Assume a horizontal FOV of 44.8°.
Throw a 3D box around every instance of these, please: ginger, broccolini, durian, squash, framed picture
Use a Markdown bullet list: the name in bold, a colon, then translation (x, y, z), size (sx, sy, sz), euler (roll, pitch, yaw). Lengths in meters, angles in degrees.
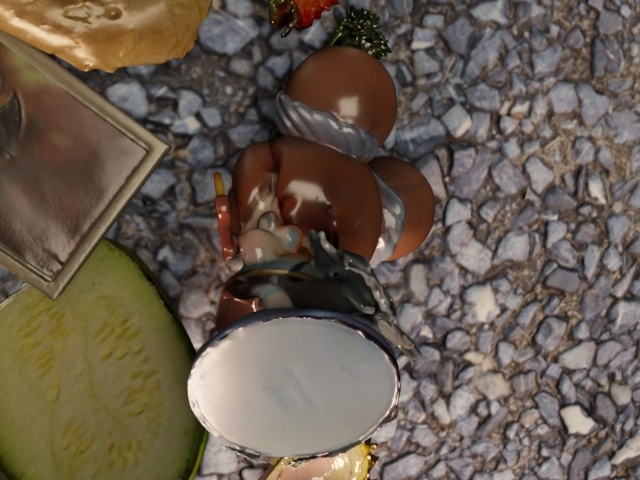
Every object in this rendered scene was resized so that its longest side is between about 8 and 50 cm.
- **ginger**: translation (-0.322, -0.280, 0.749), size (0.348, 0.122, 0.363), euler (-39, 118, -21)
- **broccolini**: translation (0.008, -0.184, 0.924), size (0.074, 0.058, 0.201), euler (36, 89, -15)
- **durian**: translation (-0.030, 0.301, 1.018), size (0.224, 0.078, 0.140), euler (-32, 122, 3)
- **squash**: translation (-0.233, 0.155, 0.789), size (0.234, 0.309, 0.210), euler (-38, 110, -6)
- **framed picture**: translation (-0.338, -0.103, 0.819), size (0.289, 0.020, 0.211), euler (37, 90, -9)

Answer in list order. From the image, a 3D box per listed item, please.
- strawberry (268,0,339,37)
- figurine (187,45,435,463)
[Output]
- **strawberry**: translation (0.007, -0.333, 0.881), size (0.208, 0.087, 0.167), euler (-31, 148, -36)
- **figurine**: translation (-0.001, -0.001, 0.803), size (0.248, 0.388, 0.276), euler (-16, 126, 9)
